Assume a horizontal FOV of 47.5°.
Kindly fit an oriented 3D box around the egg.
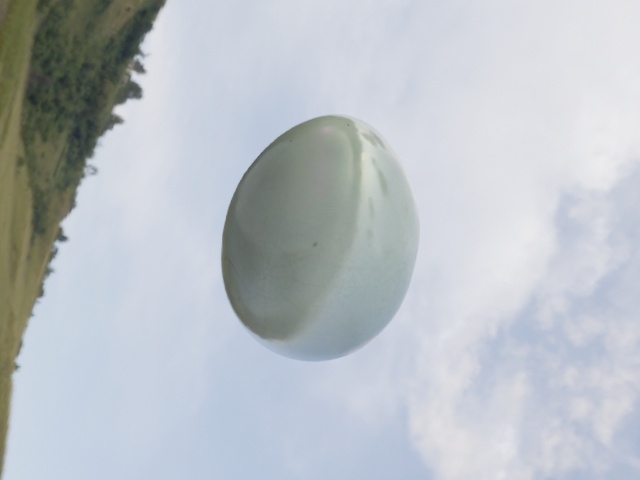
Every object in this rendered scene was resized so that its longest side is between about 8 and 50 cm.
[{"bbox_3d":[0.000,0.000,0.557,0.151,0.151,0.209,-113,-153,-48],"label":"egg"}]
